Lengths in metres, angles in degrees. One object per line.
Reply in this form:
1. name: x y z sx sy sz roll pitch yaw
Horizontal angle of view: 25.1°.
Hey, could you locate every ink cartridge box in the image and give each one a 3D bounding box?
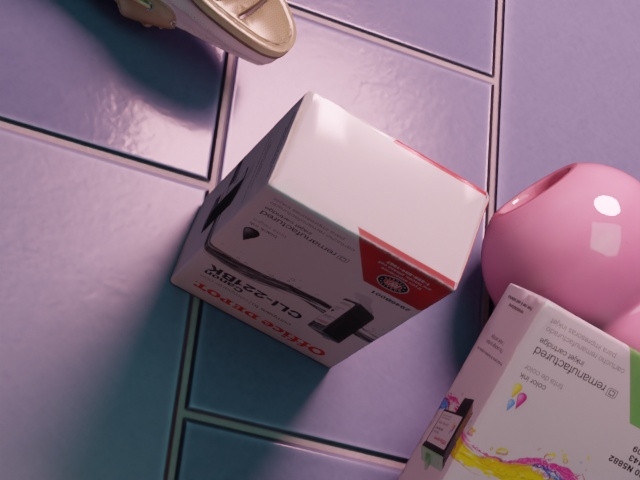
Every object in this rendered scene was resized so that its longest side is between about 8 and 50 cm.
1. ink cartridge box: 0.214 0.214 1.396 0.201 0.117 0.278 29 92 -12
2. ink cartridge box: 0.000 0.000 1.371 0.197 0.273 0.114 29 62 -13

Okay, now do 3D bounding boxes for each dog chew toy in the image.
1. dog chew toy: 0.320 0.083 1.547 0.206 0.206 0.332 -38 96 -34

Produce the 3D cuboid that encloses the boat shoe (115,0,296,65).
1. boat shoe: -0.163 -0.280 1.514 0.302 0.103 0.113 39 44 -5
